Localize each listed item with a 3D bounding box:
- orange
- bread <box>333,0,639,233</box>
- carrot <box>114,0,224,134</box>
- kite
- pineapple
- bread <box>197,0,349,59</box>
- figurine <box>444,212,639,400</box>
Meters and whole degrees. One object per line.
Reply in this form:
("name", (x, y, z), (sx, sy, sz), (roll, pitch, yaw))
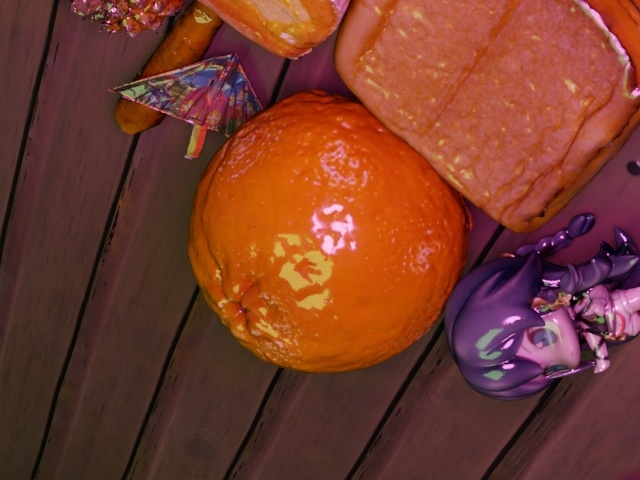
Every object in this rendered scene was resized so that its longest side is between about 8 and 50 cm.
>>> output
("orange", (0.000, 0.000, 1.748), (0.341, 0.293, 0.340), (30, 144, 25))
("bread", (0.194, -0.205, 1.552), (0.328, 0.148, 0.337), (41, 141, 8))
("carrot", (-0.180, -0.233, 1.878), (0.066, 0.066, 0.314), (44, 136, -2))
("kite", (-0.150, -0.175, 1.882), (0.241, 0.014, 0.183), (16, 132, -8))
("pineapple", (-0.259, -0.316, 1.807), (0.176, 0.137, 0.161), (24, 135, 20))
("bread", (-0.093, -0.323, 1.577), (0.288, 0.119, 0.152), (39, 151, -14))
("figurine", (0.271, 0.079, 1.676), (0.197, 0.265, 0.175), (-138, 31, -71))
